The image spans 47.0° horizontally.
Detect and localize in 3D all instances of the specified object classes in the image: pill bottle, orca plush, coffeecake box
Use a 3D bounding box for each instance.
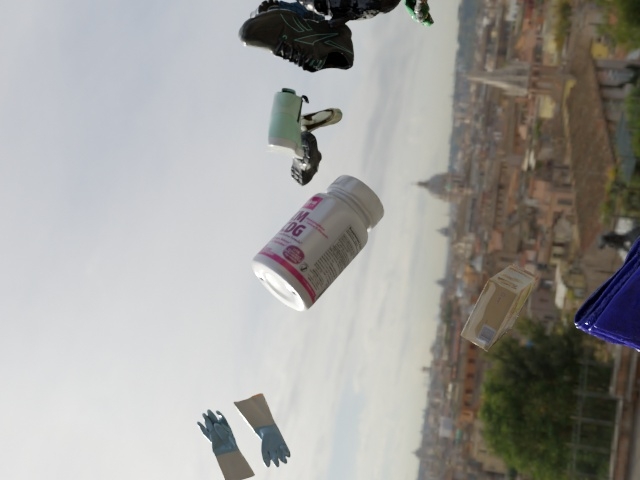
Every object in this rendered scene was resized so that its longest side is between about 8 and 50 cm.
[{"bbox_3d":[0.000,0.000,1.581,0.283,0.160,0.160,-48,-24,-21],"label":"pill bottle"},{"bbox_3d":[0.026,-0.504,1.550,0.151,0.287,0.102,84,-157,-68],"label":"orca plush"},{"bbox_3d":[0.388,0.139,1.583,0.185,0.068,0.142,-18,-46,-59],"label":"coffeecake box"}]

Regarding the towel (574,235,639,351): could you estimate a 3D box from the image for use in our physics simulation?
[{"bbox_3d":[0.657,0.133,1.355,0.227,0.308,0.076,-60,17,27],"label":"towel"}]

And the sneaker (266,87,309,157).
[{"bbox_3d":[-0.074,-0.280,1.761,0.256,0.094,0.151,-172,92,-88],"label":"sneaker"}]

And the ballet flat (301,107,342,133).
[{"bbox_3d":[-0.024,-0.317,1.940,0.052,0.168,0.057,3,-108,-66],"label":"ballet flat"}]

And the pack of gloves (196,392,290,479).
[{"bbox_3d":[-0.192,0.497,1.875,0.046,0.195,0.232,-82,-27,-66],"label":"pack of gloves"}]

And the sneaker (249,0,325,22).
[{"bbox_3d":[-0.078,-0.521,1.708,0.083,0.191,0.071,7,98,56],"label":"sneaker"}]

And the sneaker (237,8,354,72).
[{"bbox_3d":[-0.043,-0.423,1.575,0.101,0.268,0.106,130,132,-57],"label":"sneaker"}]

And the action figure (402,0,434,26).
[{"bbox_3d":[0.259,-0.673,2.002,0.232,0.064,0.137,52,-129,-47],"label":"action figure"}]

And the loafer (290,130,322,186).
[{"bbox_3d":[-0.035,-0.230,1.991,0.078,0.076,0.223,-41,-16,-22],"label":"loafer"}]
